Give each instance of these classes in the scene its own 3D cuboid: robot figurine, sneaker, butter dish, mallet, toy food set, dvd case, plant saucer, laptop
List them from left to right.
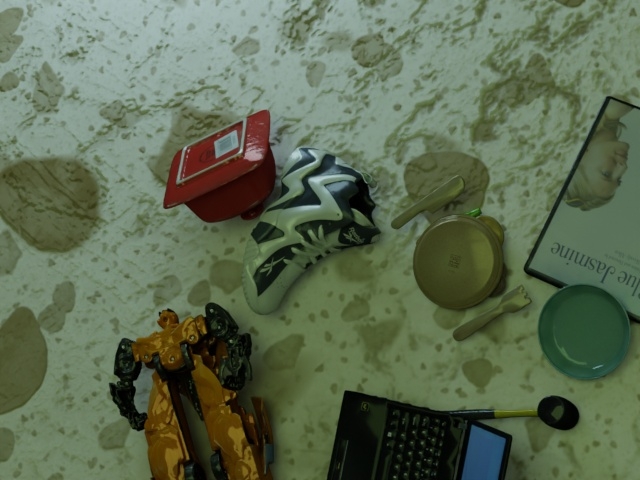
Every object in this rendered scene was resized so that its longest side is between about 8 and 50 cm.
[{"bbox_3d":[-0.163,0.229,2.065,0.211,0.085,0.291,-22,71,15],"label":"robot figurine"},{"bbox_3d":[-0.118,-0.079,2.113,0.160,0.118,0.160,-25,28,16],"label":"butter dish"},{"bbox_3d":[0.000,0.000,2.052,0.153,0.094,0.235,16,73,32],"label":"sneaker"},{"bbox_3d":[0.104,0.321,1.896,0.264,0.136,0.234,11,88,23],"label":"laptop"},{"bbox_3d":[0.183,0.026,2.013,0.132,0.038,0.192,-33,73,18],"label":"toy food set"},{"bbox_3d":[0.231,0.218,1.947,0.189,0.062,0.039,-7,73,35],"label":"mallet"},{"bbox_3d":[0.328,0.112,1.926,0.119,0.021,0.119,1,91,27],"label":"plant saucer"},{"bbox_3d":[0.386,-0.039,1.953,0.180,0.022,0.253,25,87,24],"label":"dvd case"}]
